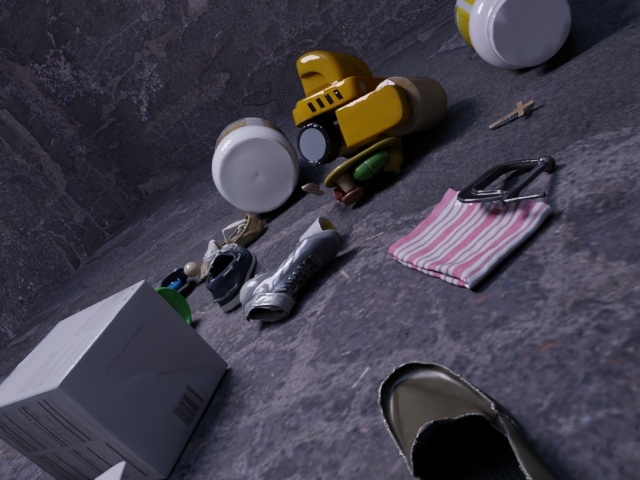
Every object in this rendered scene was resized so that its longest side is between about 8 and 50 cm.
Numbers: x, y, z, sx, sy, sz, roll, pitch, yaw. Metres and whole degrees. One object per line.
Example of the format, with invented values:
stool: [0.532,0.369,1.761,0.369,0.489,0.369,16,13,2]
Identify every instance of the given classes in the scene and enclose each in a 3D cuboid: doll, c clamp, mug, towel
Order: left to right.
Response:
doll: [-0.372,0.112,1.296,0.189,0.046,0.129,-38,20,21]
mug: [0.000,0.002,0.953,0.064,0.078,0.062,-39,51,22]
towel: [0.186,-0.010,0.691,0.144,0.029,0.197,-43,21,-10]
c clamp: [0.255,-0.077,0.686,0.137,0.022,0.160,-7,23,46]

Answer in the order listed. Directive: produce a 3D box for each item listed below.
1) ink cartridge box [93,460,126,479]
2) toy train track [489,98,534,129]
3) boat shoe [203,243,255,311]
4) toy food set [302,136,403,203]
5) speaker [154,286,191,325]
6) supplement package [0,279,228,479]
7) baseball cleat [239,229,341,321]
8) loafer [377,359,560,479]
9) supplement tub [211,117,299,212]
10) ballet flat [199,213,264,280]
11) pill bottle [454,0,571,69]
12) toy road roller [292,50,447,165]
ink cartridge box: [-0.295,0.400,0.485,0.353,0.119,0.207,-37,20,4]
toy train track: [0.333,-0.214,0.905,0.083,0.014,0.048,-30,28,36]
boat shoe: [-0.200,0.059,1.108,0.095,0.079,0.254,-33,21,12]
toy food set: [0.083,-0.122,1.056,0.217,0.071,0.128,-30,-10,6]
speaker: [-0.409,0.198,1.096,0.296,0.131,0.131,-26,23,29]
supplement package: [-0.326,0.227,0.792,0.262,0.198,0.199,-23,26,34]
baseball cleat: [-0.041,0.068,0.871,0.206,0.072,0.109,-37,36,9]
loafer: [0.108,0.150,0.394,0.094,0.087,0.251,-40,21,-6]
supplement tub: [-0.179,-0.208,1.424,0.228,0.228,0.316,-36,20,4]
ballet flat: [-0.232,0.010,1.282,0.206,0.067,0.073,-43,23,-11]
pill bottle: [0.393,-0.463,1.081,0.187,0.188,0.334,-30,22,20]
toy road roller: [0.083,-0.316,1.137,0.329,0.241,0.202,-15,5,38]
